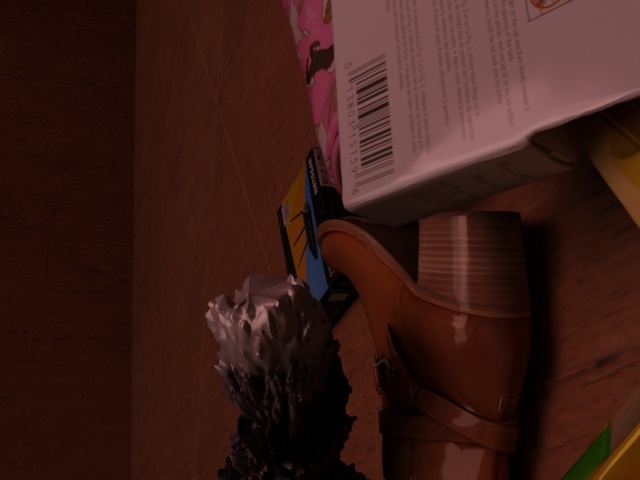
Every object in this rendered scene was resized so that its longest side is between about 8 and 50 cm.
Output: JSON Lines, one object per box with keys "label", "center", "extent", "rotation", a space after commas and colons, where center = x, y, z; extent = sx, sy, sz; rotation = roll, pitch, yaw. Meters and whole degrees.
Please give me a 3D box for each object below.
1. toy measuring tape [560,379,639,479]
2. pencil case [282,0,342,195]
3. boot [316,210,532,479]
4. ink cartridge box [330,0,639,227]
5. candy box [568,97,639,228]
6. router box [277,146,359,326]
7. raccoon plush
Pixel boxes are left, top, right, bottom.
{"label": "toy measuring tape", "center": [0.207, 0.083, 0.324], "extent": [0.330, 0.122, 0.121], "rotation": [-59, 31, 19]}
{"label": "pencil case", "center": [0.046, -0.210, 0.678], "extent": [0.167, 0.160, 0.386], "rotation": [-32, 48, 21]}
{"label": "boot", "center": [0.076, 0.089, 0.635], "extent": [0.283, 0.109, 0.220], "rotation": [0, 89, 60]}
{"label": "ink cartridge box", "center": [0.109, -0.170, 0.421], "extent": [0.239, 0.060, 0.274], "rotation": [-18, 66, 39]}
{"label": "candy box", "center": [0.188, -0.170, 0.417], "extent": [0.316, 0.088, 0.182], "rotation": [-106, 30, -42]}
{"label": "router box", "center": [0.000, 0.000, 0.877], "extent": [0.133, 0.046, 0.178], "rotation": [122, 146, -47]}
{"label": "raccoon plush", "center": [-0.006, 0.285, 0.492], "extent": [0.299, 0.216, 0.446], "rotation": [-128, 18, -53]}
